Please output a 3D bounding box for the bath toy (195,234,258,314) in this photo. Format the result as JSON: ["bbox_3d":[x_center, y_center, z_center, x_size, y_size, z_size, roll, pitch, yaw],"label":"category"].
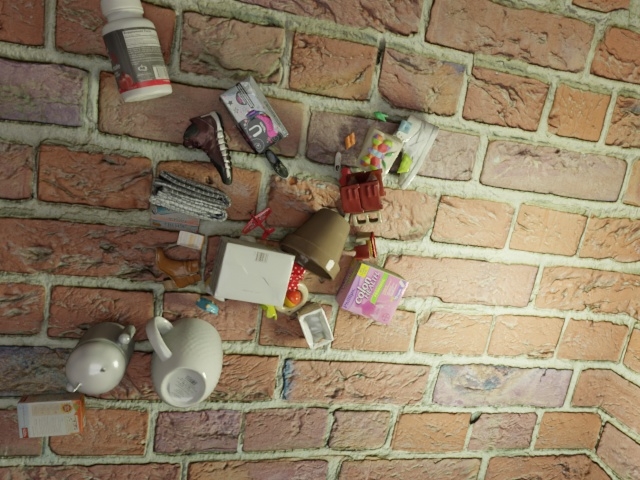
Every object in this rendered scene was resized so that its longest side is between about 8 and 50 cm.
[{"bbox_3d":[-0.360,0.135,1.857,0.348,0.151,0.129,-54,142,-2],"label":"bath toy"}]

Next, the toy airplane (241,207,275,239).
[{"bbox_3d":[-0.244,-0.064,1.884,0.151,0.028,0.151,-3,105,-11],"label":"toy airplane"}]

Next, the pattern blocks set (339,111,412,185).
[{"bbox_3d":[0.231,-0.351,1.865,0.285,0.026,0.325,15,105,5],"label":"pattern blocks set"}]

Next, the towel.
[{"bbox_3d":[-0.476,-0.167,1.703,0.283,0.235,0.121,18,95,-17],"label":"towel"}]

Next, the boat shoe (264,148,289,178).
[{"bbox_3d":[-0.175,-0.303,1.835,0.049,0.040,0.142,-39,108,-1],"label":"boat shoe"}]

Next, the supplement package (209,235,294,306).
[{"bbox_3d":[-0.259,0.115,1.724,0.262,0.145,0.204,13,95,-24],"label":"supplement package"}]

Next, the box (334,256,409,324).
[{"bbox_3d":[0.223,0.219,2.005,0.243,0.117,0.213,23,98,-16],"label":"box"}]

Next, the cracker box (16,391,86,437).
[{"bbox_3d":[-1.088,0.707,1.865,0.232,0.067,0.156,1,102,-13],"label":"cracker box"}]

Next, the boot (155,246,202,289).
[{"bbox_3d":[-0.566,0.098,1.833,0.152,0.073,0.197,-14,118,-7],"label":"boot"}]

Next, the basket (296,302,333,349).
[{"bbox_3d":[-0.028,0.365,1.993,0.113,0.103,0.167,-21,107,-7],"label":"basket"}]

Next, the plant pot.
[{"bbox_3d":[0.000,0.000,1.861,0.263,0.263,0.229,38,74,-18],"label":"plant pot"}]

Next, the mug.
[{"bbox_3d":[-0.548,0.451,1.784,0.276,0.328,0.374,-33,107,-3],"label":"mug"}]

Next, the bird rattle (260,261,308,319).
[{"bbox_3d":[-0.142,0.217,1.942,0.253,0.143,0.207,-49,129,0],"label":"bird rattle"}]

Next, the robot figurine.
[{"bbox_3d":[-0.814,0.435,1.709,0.300,0.353,0.200,-45,108,0],"label":"robot figurine"}]

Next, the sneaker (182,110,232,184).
[{"bbox_3d":[-0.433,-0.340,1.749,0.162,0.106,0.281,-11,95,-4],"label":"sneaker"}]

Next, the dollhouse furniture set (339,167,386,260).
[{"bbox_3d":[0.195,-0.081,1.842,0.152,0.201,0.374,-7,113,15],"label":"dollhouse furniture set"}]

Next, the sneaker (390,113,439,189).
[{"bbox_3d":[0.351,-0.372,1.910,0.169,0.108,0.292,25,97,-6],"label":"sneaker"}]

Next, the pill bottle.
[{"bbox_3d":[-0.640,-0.654,1.581,0.176,0.176,0.319,-14,105,-8],"label":"pill bottle"}]

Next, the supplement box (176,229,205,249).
[{"bbox_3d":[-0.517,-0.005,1.834,0.098,0.036,0.062,16,100,-15],"label":"supplement box"}]

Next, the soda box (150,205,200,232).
[{"bbox_3d":[-0.562,-0.081,1.784,0.183,0.058,0.063,9,58,-15],"label":"soda box"}]

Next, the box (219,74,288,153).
[{"bbox_3d":[-0.253,-0.463,1.716,0.142,0.163,0.247,-36,107,-4],"label":"box"}]

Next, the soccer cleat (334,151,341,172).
[{"bbox_3d":[0.072,-0.320,1.887,0.029,0.035,0.083,7,102,-13],"label":"soccer cleat"}]
